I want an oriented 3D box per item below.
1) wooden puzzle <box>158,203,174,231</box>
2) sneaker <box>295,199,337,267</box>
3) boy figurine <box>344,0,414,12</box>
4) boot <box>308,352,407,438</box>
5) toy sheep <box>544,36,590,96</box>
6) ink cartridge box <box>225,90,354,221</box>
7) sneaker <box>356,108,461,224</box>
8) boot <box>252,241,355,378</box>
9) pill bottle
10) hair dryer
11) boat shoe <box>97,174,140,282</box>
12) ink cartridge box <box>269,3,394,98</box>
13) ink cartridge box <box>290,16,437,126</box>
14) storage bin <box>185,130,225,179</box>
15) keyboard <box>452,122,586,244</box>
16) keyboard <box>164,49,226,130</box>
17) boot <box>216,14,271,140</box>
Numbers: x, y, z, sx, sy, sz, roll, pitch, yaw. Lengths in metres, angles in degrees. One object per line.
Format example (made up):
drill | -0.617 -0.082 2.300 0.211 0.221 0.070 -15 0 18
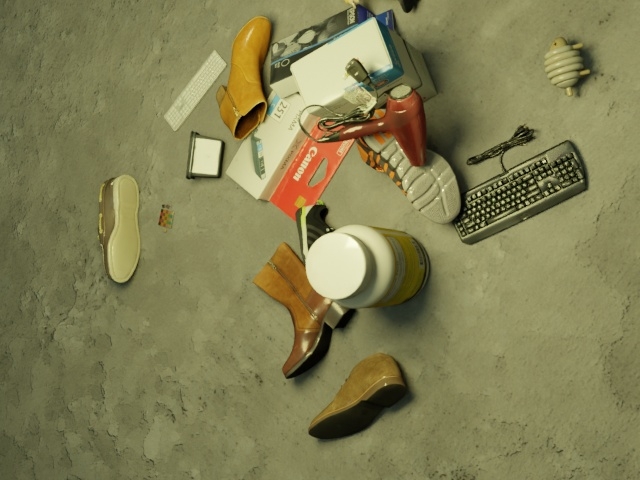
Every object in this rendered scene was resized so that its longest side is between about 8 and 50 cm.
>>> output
wooden puzzle | -0.458 -0.066 2.125 0.049 0.006 0.083 14 94 28
sneaker | 0.000 0.000 1.817 0.097 0.084 0.234 -17 65 9
boy figurine | 0.109 -0.649 1.792 0.285 0.092 0.177 21 66 29
boot | 0.085 0.393 1.780 0.305 0.112 0.115 -41 40 25
toy sheep | 0.537 -0.381 1.568 0.091 0.091 0.132 -16 85 27
ink cartridge box | -0.082 -0.230 1.900 0.261 0.066 0.296 38 105 25
sneaker | 0.206 -0.176 1.708 0.124 0.180 0.321 -38 94 -5
boot | -0.087 0.184 1.865 0.280 0.096 0.264 40 106 25
pill bottle | 0.107 0.060 1.631 0.188 0.334 0.188 -2 86 28
hair dryer | 0.122 -0.258 1.551 0.223 0.293 0.080 -43 23 43
boat shoe | -0.615 -0.033 2.150 0.097 0.116 0.324 -6 81 32
ink cartridge box | 0.025 -0.491 1.813 0.333 0.065 0.165 -18 51 22
ink cartridge box | 0.110 -0.372 1.668 0.223 0.307 0.129 -25 78 25
storage bin | -0.322 -0.234 2.021 0.091 0.098 0.135 8 91 1
keyboard | 0.429 -0.141 1.642 0.317 0.033 0.201 -28 75 23
keyboard | -0.368 -0.437 2.092 0.256 0.014 0.072 -48 68 18
boot | -0.180 -0.428 1.907 0.295 0.104 0.211 -59 41 25
